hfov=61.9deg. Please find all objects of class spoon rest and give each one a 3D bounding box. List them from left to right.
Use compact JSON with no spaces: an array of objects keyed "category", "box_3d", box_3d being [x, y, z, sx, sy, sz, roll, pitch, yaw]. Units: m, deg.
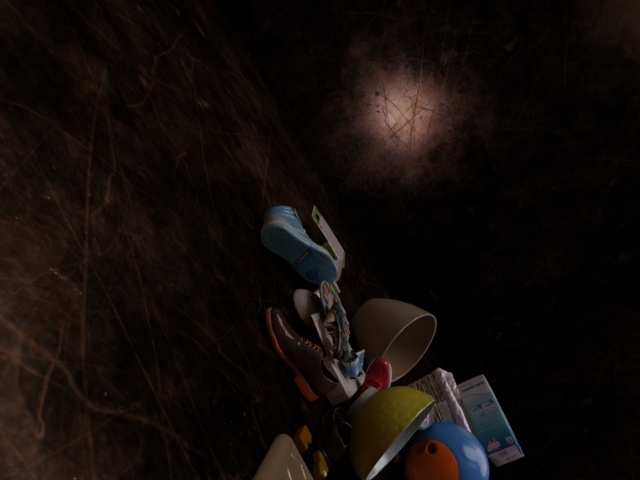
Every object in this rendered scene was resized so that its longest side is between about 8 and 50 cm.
[{"category":"spoon rest","box_3d":[-0.020,0.204,1.769,0.137,0.084,0.276,61,25,0]}]

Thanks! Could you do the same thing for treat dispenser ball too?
[{"category":"treat dispenser ball","box_3d":[0.423,0.767,1.816,0.288,0.288,0.288,58,12,-20]}]

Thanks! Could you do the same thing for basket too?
[{"category":"basket","box_3d":[0.464,0.726,2.156,0.331,0.266,0.328,38,26,-62]}]

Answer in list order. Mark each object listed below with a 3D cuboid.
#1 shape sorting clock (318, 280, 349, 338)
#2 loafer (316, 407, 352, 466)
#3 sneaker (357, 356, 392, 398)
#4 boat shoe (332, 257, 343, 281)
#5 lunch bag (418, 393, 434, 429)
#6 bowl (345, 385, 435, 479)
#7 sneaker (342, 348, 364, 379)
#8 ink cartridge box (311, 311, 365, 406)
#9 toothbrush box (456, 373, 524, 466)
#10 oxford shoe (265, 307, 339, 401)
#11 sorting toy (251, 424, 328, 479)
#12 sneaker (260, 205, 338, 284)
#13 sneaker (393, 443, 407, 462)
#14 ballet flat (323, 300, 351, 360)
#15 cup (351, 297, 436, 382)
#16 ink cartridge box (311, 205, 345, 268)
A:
[{"category":"shape sorting clock","box_3d":[0.047,0.224,1.706,0.206,0.040,0.206,55,17,-26]},{"category":"loafer","box_3d":[0.049,0.489,1.351,0.080,0.078,0.220,61,12,-7]},{"category":"sneaker","box_3d":[0.151,0.467,1.601,0.128,0.087,0.221,-17,123,-73]},{"category":"boat shoe","box_3d":[-0.001,0.105,1.989,0.324,0.096,0.117,-1,104,-73]},{"category":"lunch bag","box_3d":[0.262,0.562,1.794,0.279,0.224,0.108,36,58,-68]},{"category":"bowl","box_3d":[0.163,0.496,1.464,0.156,0.289,0.289,40,1,25]},{"category":"sneaker","box_3d":[0.100,0.374,1.612,0.162,0.063,0.073,-17,97,-74]},{"category":"ink cartridge box","box_3d":[0.039,0.352,1.661,0.261,0.066,0.296,64,11,10]},{"category":"toothbrush box","box_3d":[0.678,0.722,2.143,0.216,0.126,0.296,51,15,-47]},{"category":"oxford shoe","box_3d":[-0.048,0.277,1.370,0.271,0.098,0.097,60,12,-11]},{"category":"sorting toy","box_3d":[-0.037,0.505,1.061,0.229,0.041,0.307,58,11,1]},{"category":"sneaker","box_3d":[-0.066,0.000,1.776,0.319,0.127,0.208,42,19,-28]},{"category":"sneaker","box_3d":[0.234,0.658,1.759,0.084,0.097,0.235,-59,156,-30]},{"category":"ballet flat","box_3d":[0.041,0.259,1.552,0.070,0.070,0.188,48,22,-50]},{"category":"cup","box_3d":[0.260,0.363,2.115,0.237,0.331,0.331,37,-6,37]},{"category":"ink cartridge box","box_3d":[0.000,0.000,2.238,0.255,0.097,0.189,58,12,-14]}]
